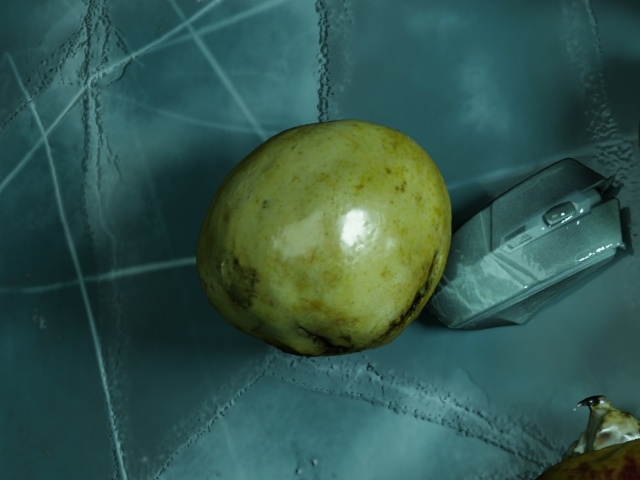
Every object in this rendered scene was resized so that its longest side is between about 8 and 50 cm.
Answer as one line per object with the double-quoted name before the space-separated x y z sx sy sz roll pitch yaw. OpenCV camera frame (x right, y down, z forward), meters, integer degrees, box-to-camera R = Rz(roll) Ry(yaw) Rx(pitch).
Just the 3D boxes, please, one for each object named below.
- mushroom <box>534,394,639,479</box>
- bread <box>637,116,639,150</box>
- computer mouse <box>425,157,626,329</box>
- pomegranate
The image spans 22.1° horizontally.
"mushroom" 0.339 0.294 1.467 0.345 0.259 0.345 10 118 20
"bread" 0.414 -0.078 1.494 0.314 0.171 0.192 23 54 29
"computer mouse" 0.200 0.006 1.647 0.231 0.071 0.126 -32 70 14
"pomegranate" 0.000 0.000 1.630 0.260 0.260 0.260 -4 79 22
